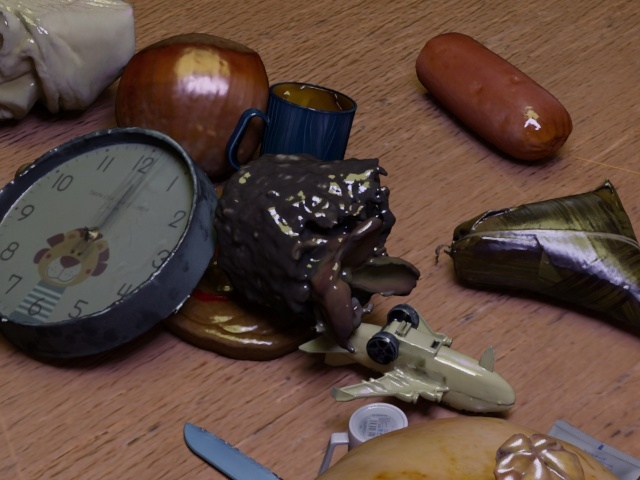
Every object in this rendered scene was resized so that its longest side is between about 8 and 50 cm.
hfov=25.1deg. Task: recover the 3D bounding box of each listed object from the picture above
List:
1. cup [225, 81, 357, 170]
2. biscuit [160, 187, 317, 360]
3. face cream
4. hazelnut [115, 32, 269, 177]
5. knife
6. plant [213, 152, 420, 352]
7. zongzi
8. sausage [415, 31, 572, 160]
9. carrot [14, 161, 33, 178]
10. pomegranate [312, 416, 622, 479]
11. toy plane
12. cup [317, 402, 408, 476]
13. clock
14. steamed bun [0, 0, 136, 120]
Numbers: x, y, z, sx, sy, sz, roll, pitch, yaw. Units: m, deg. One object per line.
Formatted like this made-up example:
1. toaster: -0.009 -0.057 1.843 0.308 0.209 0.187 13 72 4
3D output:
1. cup: -0.038 -0.127 1.878 0.150 0.138 0.113 16 22 8
2. biscuit: -0.099 0.036 1.775 0.273 0.049 0.257 32 47 26
3. face cream: 0.256 0.269 1.532 0.114 0.070 0.224 26 33 23
4. hazelnut: -0.172 -0.179 1.924 0.214 0.176 0.214 -5 68 11
5. knife: -0.037 0.274 1.524 0.313 0.019 0.044 31 40 28
6. plant: 0.000 0.000 1.649 0.234 0.178 0.204 19 34 32
7. zongzi: 0.287 0.051 1.748 0.248 0.111 0.241 -11 49 -9
8. sausage: 0.246 -0.199 2.028 0.114 0.113 0.259 -21 45 -26
9. carrot: -0.342 -0.015 1.816 0.049 0.049 0.254 -12 46 -17
10. pomegranate: 0.129 0.324 1.187 0.412 0.411 0.411 2 41 -2
11. toy plane: 0.107 0.136 1.643 0.244 0.092 0.229 14 28 16
12. cup: 0.047 0.233 1.509 0.104 0.116 0.074 -2 39 4
13. clock: -0.269 -0.004 1.705 0.313 0.061 0.312 -13 49 15
14. steamed bun: -0.424 -0.276 1.996 0.320 0.206 0.275 30 32 28
